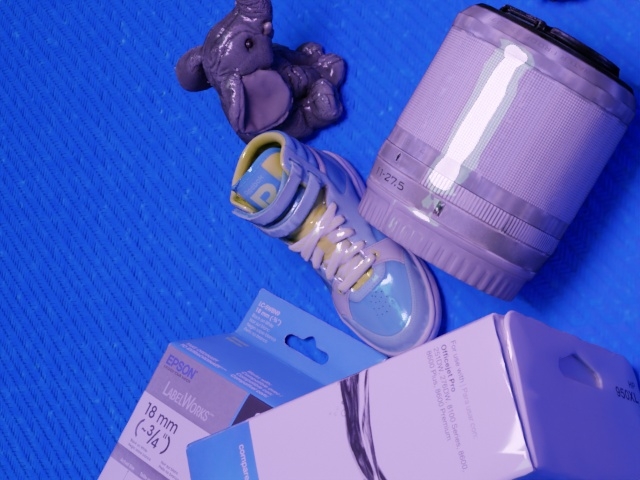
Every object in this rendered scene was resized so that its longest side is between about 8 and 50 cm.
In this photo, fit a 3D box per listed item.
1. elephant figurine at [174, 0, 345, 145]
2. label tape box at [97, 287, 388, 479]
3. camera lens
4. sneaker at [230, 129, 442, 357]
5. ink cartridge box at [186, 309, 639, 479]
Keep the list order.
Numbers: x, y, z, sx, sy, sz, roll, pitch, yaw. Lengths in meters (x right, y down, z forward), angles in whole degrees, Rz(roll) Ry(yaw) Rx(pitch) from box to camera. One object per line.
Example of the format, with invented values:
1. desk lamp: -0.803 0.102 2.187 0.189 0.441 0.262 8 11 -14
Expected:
1. elephant figurine: -0.094 -0.212 1.954 0.169 0.239 0.186 -8 71 36
2. label tape box: -0.105 0.227 1.886 0.240 0.106 0.334 26 87 42
3. camera lens: 0.191 -0.101 1.706 0.219 0.219 0.274 35 99 40
4. sneaker: 0.000 0.000 1.833 0.127 0.208 0.319 -47 53 15
5. ink cartridge box: 0.107 0.237 1.620 0.395 0.285 0.166 -27 62 30
